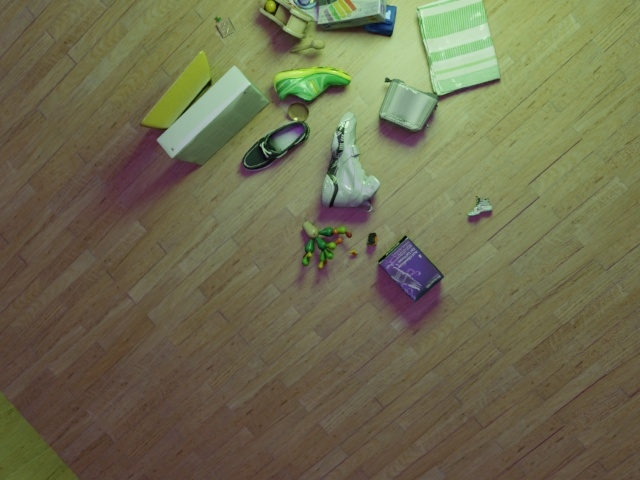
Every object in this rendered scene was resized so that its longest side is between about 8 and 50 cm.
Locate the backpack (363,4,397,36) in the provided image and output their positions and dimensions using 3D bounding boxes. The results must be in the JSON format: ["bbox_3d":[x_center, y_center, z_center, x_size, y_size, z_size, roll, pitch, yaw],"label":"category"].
[{"bbox_3d":[0.216,-0.824,1.746,0.120,0.101,0.098,11,89,6],"label":"backpack"}]

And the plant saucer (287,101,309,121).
[{"bbox_3d":[-0.085,-0.499,1.832,0.083,0.015,0.083,3,133,4],"label":"plant saucer"}]

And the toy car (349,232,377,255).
[{"bbox_3d":[0.175,0.016,1.868,0.122,0.060,0.040,-25,137,24],"label":"toy car"}]

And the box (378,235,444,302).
[{"bbox_3d":[0.344,0.107,1.813,0.153,0.108,0.207,-44,89,7],"label":"box"}]

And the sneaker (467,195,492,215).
[{"bbox_3d":[0.596,-0.135,1.803,0.098,0.038,0.069,-18,92,-2],"label":"sneaker"}]

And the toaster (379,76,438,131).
[{"bbox_3d":[0.311,-0.495,1.752,0.226,0.129,0.147,24,99,2],"label":"toaster"}]

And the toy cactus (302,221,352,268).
[{"bbox_3d":[0.000,0.000,1.856,0.219,0.112,0.180,-43,71,10],"label":"toy cactus"}]

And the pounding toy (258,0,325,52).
[{"bbox_3d":[-0.120,-0.779,1.742,0.269,0.154,0.155,39,117,15],"label":"pounding toy"}]

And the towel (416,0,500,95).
[{"bbox_3d":[0.503,-0.721,1.735,0.247,0.038,0.325,-15,97,5],"label":"towel"}]

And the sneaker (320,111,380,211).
[{"bbox_3d":[0.135,-0.285,1.789,0.210,0.137,0.366,14,102,4],"label":"sneaker"}]

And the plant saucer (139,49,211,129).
[{"bbox_3d":[-0.503,-0.520,1.735,0.081,0.333,0.333,40,92,-18],"label":"plant saucer"}]

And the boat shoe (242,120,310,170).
[{"bbox_3d":[-0.180,-0.370,1.831,0.302,0.091,0.114,-35,91,8],"label":"boat shoe"}]

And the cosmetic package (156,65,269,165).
[{"bbox_3d":[-0.383,-0.444,1.749,0.377,0.284,0.097,-41,90,7],"label":"cosmetic package"}]

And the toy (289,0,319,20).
[{"bbox_3d":[-0.053,-0.956,1.783,0.136,0.056,0.237,3,95,7],"label":"toy"}]

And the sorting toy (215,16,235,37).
[{"bbox_3d":[-0.374,-0.840,1.848,0.062,0.012,0.083,-27,95,12],"label":"sorting toy"}]

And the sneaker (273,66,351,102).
[{"bbox_3d":[-0.028,-0.592,1.803,0.295,0.109,0.124,-3,116,6],"label":"sneaker"}]

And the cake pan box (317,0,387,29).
[{"bbox_3d":[0.115,-0.907,1.713,0.266,0.070,0.246,8,92,31],"label":"cake pan box"}]
